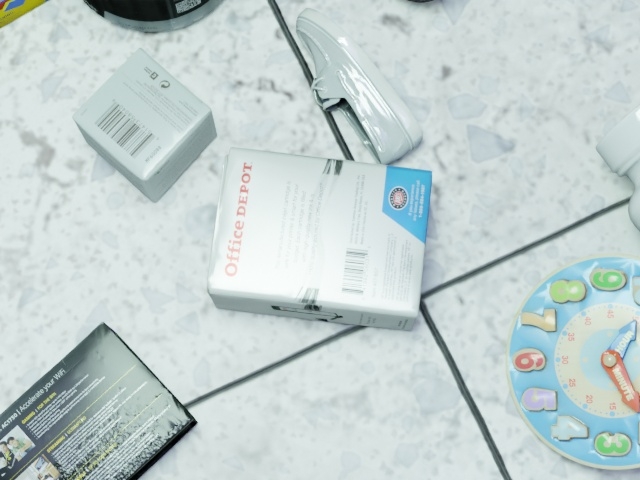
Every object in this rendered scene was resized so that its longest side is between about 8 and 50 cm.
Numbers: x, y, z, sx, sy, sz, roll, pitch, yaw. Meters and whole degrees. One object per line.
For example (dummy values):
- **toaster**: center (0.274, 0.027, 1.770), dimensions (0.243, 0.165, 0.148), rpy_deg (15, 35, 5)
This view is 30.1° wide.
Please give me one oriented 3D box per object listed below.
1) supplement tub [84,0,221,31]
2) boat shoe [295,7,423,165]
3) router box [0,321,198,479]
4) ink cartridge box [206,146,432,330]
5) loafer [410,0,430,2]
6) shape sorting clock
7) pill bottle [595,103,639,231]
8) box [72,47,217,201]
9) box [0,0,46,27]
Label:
- **supplement tub**: center (-0.173, -0.335, 1.124), dimensions (0.193, 0.316, 0.194), rpy_deg (0, 81, -2)
- **boat shoe**: center (0.026, -0.155, 1.222), dimensions (0.063, 0.066, 0.184), rpy_deg (-38, 90, -10)
- **router box**: center (-0.228, 0.186, 1.141), dimensions (0.179, 0.046, 0.133), rpy_deg (-42, 80, -10)
- **ink cartridge box**: center (0.000, 0.000, 1.168), dimensions (0.203, 0.086, 0.148), rpy_deg (7, 76, 2)
- **loafer**: center (0.016, -0.402, 1.256), dimensions (0.366, 0.134, 0.130), rpy_deg (41, 69, 4)
- **shape sorting clock**: center (0.278, 0.115, 1.139), dimensions (0.206, 0.040, 0.206), rpy_deg (-3, 81, 18)
- **pill bottle**: center (0.395, -0.023, 1.145), dimensions (0.152, 0.152, 0.272), rpy_deg (-37, 79, -9)
- **box**: center (-0.173, -0.114, 1.192), dimensions (0.101, 0.087, 0.102), rpy_deg (41, 79, 8)
- **box**: center (-0.439, -0.290, 1.133), dimensions (0.290, 0.279, 0.177), rpy_deg (-33, 79, -7)
